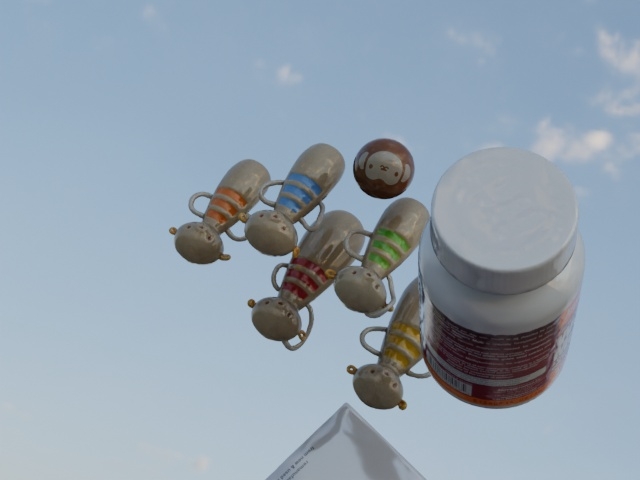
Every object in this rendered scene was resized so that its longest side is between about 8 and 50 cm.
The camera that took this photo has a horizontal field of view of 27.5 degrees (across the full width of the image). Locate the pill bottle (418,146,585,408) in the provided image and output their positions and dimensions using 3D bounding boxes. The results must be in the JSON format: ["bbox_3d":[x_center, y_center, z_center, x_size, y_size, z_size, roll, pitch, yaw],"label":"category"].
[{"bbox_3d":[0.133,0.032,0.977,0.121,0.121,0.221,11,-28,11],"label":"pill bottle"}]

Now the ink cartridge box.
[{"bbox_3d":[0.058,0.349,1.347,0.270,0.197,0.198,42,-14,19],"label":"ink cartridge box"}]

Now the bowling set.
[{"bbox_3d":[0.000,0.000,1.170,0.287,0.154,0.200,30,-32,11],"label":"bowling set"}]
